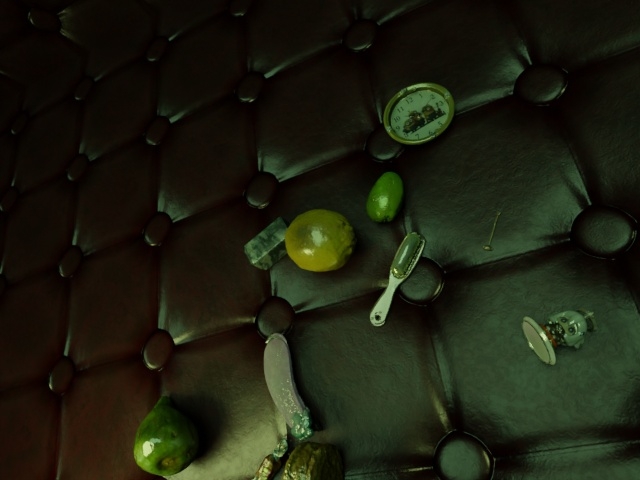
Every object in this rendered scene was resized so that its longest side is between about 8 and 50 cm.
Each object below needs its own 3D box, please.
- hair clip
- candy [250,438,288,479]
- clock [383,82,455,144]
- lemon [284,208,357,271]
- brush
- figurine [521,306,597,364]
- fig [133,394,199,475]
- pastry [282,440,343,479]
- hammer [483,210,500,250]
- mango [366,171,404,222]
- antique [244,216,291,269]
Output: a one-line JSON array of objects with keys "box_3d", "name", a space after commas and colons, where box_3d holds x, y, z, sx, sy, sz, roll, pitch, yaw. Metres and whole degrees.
[{"box_3d": [-0.103, 0.447, 1.430, 0.095, 0.110, 0.359, -16, 52, -25], "name": "hair clip"}, {"box_3d": [-0.156, 0.676, 1.383, 0.053, 0.046, 0.182, 35, 91, 33], "name": "candy"}, {"box_3d": [0.326, -0.410, 1.536, 0.237, 0.057, 0.237, -8, 68, 21], "name": "clock"}, {"box_3d": [0.000, 0.000, 1.464, 0.260, 0.204, 0.204, -8, 68, 38], "name": "lemon"}, {"box_3d": [0.222, 0.111, 1.396, 0.072, 0.067, 0.313, 26, 86, 30], "name": "brush"}, {"box_3d": [0.599, 0.221, 1.151, 0.153, 0.132, 0.132, -25, 62, 1], "name": "figurine"}, {"box_3d": [-0.506, 0.609, 1.510, 0.206, 0.206, 0.275, -45, 38, 5], "name": "fig"}, {"box_3d": [-0.018, 0.637, 1.252, 0.103, 0.188, 0.189, -5, 70, 29], "name": "pastry"}, {"box_3d": [0.498, -0.028, 1.340, 0.029, 0.014, 0.123, 17, 77, 20], "name": "hammer"}, {"box_3d": [0.205, -0.140, 1.473, 0.119, 0.100, 0.178, 5, 67, 30], "name": "mango"}, {"box_3d": [-0.168, 0.015, 1.604, 0.183, 0.088, 0.086, -38, 59, 9], "name": "antique"}]
